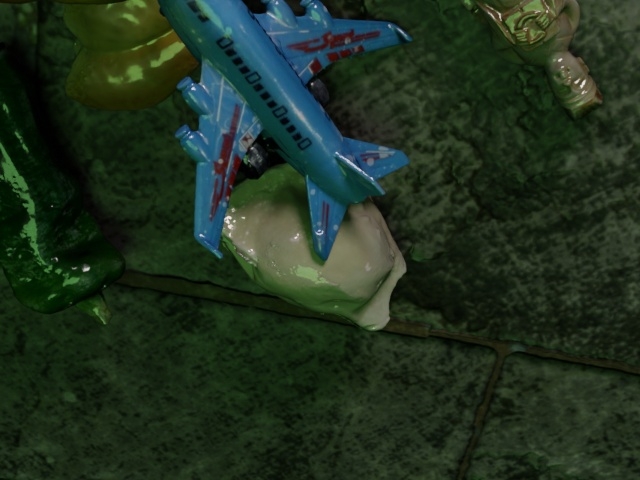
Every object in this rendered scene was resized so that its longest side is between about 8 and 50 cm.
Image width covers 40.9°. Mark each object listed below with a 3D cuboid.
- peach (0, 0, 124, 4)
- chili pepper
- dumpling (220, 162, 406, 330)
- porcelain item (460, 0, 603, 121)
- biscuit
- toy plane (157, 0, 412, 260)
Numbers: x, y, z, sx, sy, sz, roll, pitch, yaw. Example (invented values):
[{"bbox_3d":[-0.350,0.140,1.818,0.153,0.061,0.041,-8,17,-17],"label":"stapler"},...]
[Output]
[{"bbox_3d":[-0.166,-0.243,0.531,0.190,0.190,0.192,-8,99,10],"label":"peach"},{"bbox_3d":[-0.272,-0.032,0.798,0.136,0.099,0.270,-26,111,9],"label":"chili pepper"},{"bbox_3d":[0.000,0.000,0.786,0.199,0.136,0.118,39,158,-21],"label":"dumpling"},{"bbox_3d":[0.167,-0.182,0.697,0.084,0.054,0.213,-30,114,22],"label":"porcelain item"},{"bbox_3d":[-0.139,-0.242,0.695,0.154,0.045,0.299,5,121,0],"label":"biscuit"},{"bbox_3d":[-0.043,-0.119,0.684,0.271,0.105,0.254,46,72,-18],"label":"toy plane"}]
